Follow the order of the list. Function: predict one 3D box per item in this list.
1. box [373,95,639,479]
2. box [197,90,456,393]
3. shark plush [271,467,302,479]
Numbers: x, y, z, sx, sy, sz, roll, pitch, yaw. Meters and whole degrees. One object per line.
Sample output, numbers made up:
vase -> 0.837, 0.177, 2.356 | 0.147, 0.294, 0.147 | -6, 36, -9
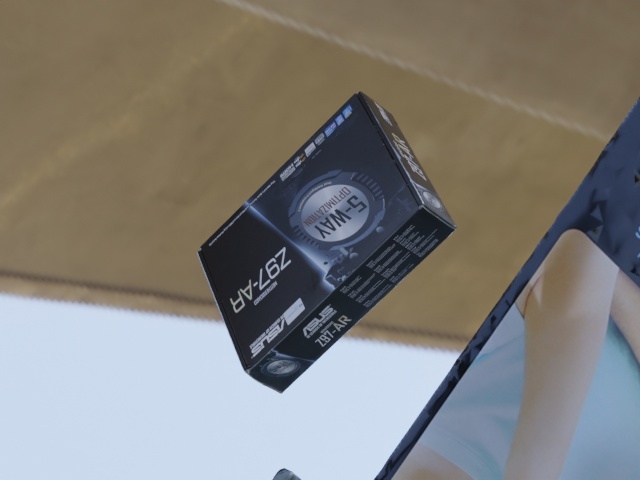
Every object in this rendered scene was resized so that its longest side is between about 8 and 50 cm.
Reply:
box -> 0.100, 0.068, 0.475 | 0.169, 0.087, 0.290 | -6, -43, -49
box -> 0.000, 0.000, 0.576 | 0.083, 0.067, 0.018 | -44, -50, 17
shark plush -> -0.064, 0.169, 0.761 | 0.161, 0.067, 0.073 | -37, -48, -24
